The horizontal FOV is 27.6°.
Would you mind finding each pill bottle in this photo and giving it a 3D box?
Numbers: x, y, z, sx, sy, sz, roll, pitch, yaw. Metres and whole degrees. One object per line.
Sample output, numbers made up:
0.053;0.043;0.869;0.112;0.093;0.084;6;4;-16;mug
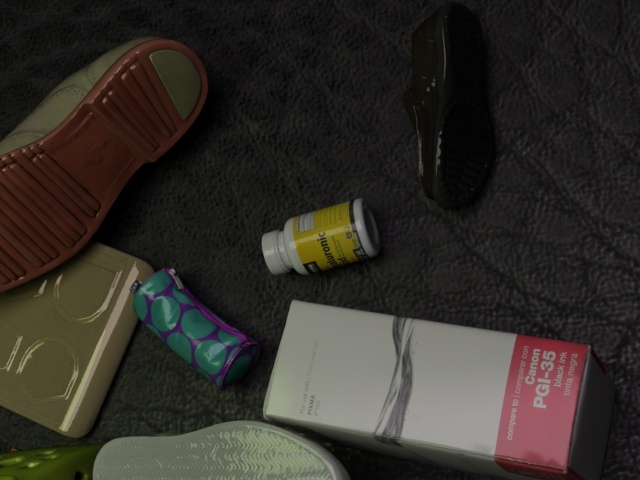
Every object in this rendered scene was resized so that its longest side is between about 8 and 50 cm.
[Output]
0.000;0.000;1.382;0.116;0.065;0.065;-16;71;16;pill bottle

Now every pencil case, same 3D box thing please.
-0.135;0.092;1.405;0.151;0.064;0.070;38;115;24;pencil case

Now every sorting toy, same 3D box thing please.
-0.338;0.134;1.484;0.229;0.041;0.307;20;83;19;sorting toy

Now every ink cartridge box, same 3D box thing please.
0.117;0.149;1.220;0.283;0.207;0.117;8;77;21;ink cartridge box

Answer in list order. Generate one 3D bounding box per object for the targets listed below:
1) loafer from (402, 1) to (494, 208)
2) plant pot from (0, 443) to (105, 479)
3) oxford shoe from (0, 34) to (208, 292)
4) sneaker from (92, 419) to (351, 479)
0.130;-0.137;1.377;0.078;0.080;0.220;-13;69;51;loafer
-0.343;0.336;1.315;0.227;0.207;0.228;-10;85;16;plant pot
-0.300;-0.083;1.478;0.397;0.140;0.146;-39;28;-6;oxford shoe
-0.060;0.230;1.277;0.292;0.169;0.108;-1;81;36;sneaker
